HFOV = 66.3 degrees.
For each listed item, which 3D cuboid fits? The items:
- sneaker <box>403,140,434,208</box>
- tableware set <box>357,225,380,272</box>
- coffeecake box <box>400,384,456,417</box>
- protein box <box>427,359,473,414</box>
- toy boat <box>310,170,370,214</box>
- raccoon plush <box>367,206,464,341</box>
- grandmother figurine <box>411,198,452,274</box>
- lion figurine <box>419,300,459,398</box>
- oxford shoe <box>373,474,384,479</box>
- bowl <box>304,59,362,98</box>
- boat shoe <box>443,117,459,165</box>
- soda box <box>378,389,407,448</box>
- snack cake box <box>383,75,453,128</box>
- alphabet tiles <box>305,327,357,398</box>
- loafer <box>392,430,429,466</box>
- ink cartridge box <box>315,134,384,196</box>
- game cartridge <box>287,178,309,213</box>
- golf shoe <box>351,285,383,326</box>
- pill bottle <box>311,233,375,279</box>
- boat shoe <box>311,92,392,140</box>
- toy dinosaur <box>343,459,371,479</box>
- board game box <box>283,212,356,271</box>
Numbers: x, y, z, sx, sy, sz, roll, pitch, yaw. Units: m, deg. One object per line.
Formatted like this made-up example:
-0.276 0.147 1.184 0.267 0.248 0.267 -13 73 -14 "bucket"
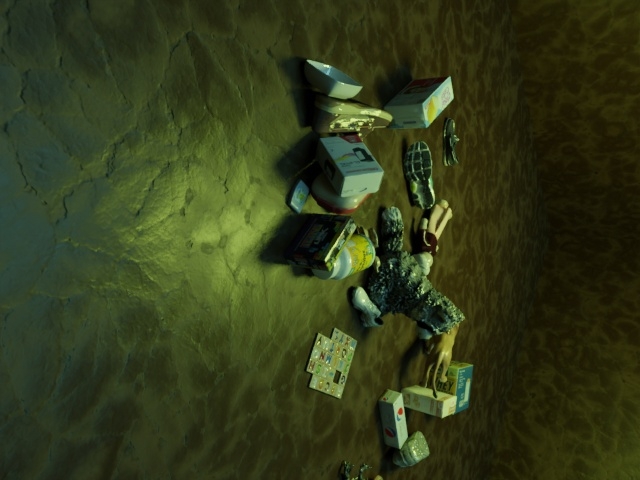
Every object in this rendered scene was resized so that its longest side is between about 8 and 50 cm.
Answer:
0.385 -0.258 1.905 0.110 0.106 0.276 -66 149 -55 "sneaker"
0.159 0.021 1.584 0.020 0.168 0.141 -14 102 -11 "tableware set"
0.437 0.651 1.992 0.142 0.185 0.068 12 85 -53 "coffeecake box"
0.592 0.663 2.246 0.199 0.135 0.201 11 86 -53 "protein box"
0.069 -0.140 1.458 0.231 0.150 0.151 -45 159 -40 "toy boat"
0.335 0.116 1.678 0.216 0.299 0.447 -22 112 -55 "raccoon plush"
0.449 -0.009 2.002 0.208 0.104 0.343 48 54 -35 "grandmother figurine"
0.498 0.430 2.017 0.392 0.142 0.240 -73 174 -59 "lion figurine"
0.272 1.048 1.850 0.140 0.146 0.397 -43 127 -42 "oxford shoe"
0.028 -0.440 1.357 0.142 0.142 0.053 -12 138 -53 "bowl"
0.581 -0.432 2.152 0.075 0.064 0.206 -7 100 -53 "boat shoe"
0.279 0.685 1.880 0.074 0.069 0.216 -34 121 -47 "soda box"
0.357 -0.498 1.766 0.264 0.152 0.089 -47 130 -39 "snack cake box"
0.034 0.383 1.559 0.237 0.009 0.199 40 63 -49 "alphabet tiles"
0.369 0.854 2.005 0.319 0.111 0.112 34 31 -62 "loafer"
0.080 -0.212 1.370 0.127 0.175 0.072 -11 141 -23 "ink cartridge box"
-0.061 -0.124 1.359 0.056 0.017 0.083 42 61 -44 "game cartridge"
0.164 0.223 1.652 0.069 0.085 0.176 -53 132 -34 "golf shoe"
0.065 0.051 1.467 0.208 0.117 0.118 -15 107 -52 "pill bottle"
0.092 -0.354 1.471 0.341 0.123 0.123 -12 125 -54 "boat shoe"
0.107 0.819 1.674 0.268 0.064 0.118 26 80 -49 "toy dinosaur"
0.000 0.000 1.351 0.170 0.141 0.048 -57 137 -32 "board game box"
